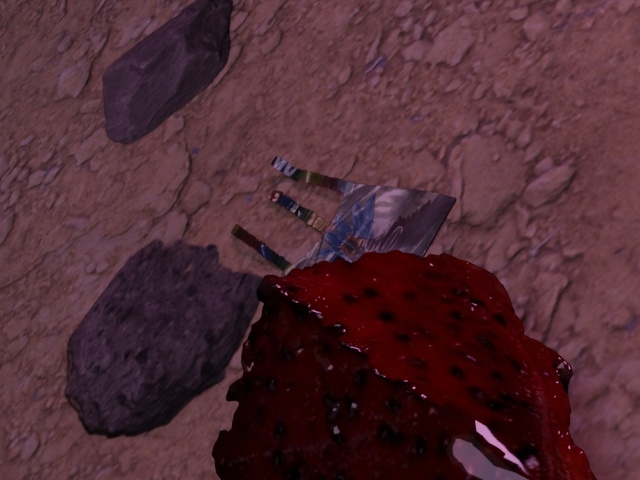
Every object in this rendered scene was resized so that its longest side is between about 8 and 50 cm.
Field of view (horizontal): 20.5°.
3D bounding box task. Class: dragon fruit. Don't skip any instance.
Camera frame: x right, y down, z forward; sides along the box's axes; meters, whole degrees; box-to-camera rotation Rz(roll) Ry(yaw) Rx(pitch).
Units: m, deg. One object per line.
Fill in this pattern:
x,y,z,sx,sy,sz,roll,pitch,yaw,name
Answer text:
0.098,0.196,1.356,0.329,0.228,0.286,29,111,38,dragon fruit

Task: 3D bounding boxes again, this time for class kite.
-0.001,-0.001,1.742,0.169,0.015,0.310,-56,34,-11,kite

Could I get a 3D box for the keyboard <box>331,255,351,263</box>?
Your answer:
0.048,0.065,1.605,0.060,0.018,0.195,-46,35,-9,keyboard
